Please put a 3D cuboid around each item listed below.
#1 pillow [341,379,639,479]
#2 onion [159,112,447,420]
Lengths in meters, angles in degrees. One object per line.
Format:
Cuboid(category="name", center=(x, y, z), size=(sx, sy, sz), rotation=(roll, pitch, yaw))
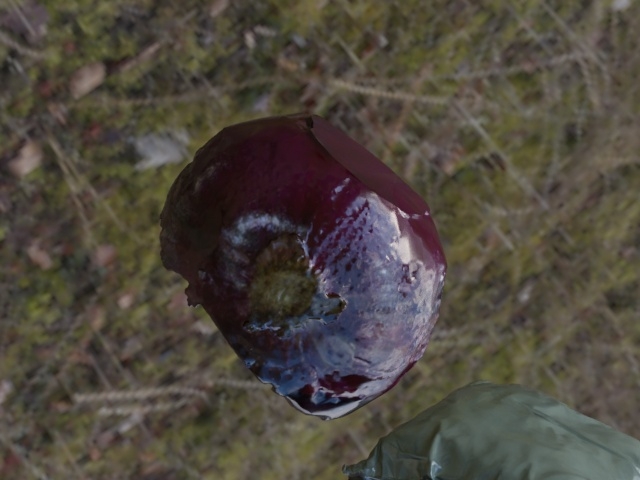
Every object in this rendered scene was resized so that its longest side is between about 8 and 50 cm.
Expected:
Cuboid(category="pillow", center=(0.208, 0.244, 1.441), size=(0.310, 0.283, 0.138), rotation=(-15, 115, -53))
Cuboid(category="onion", center=(0.000, 0.000, 0.920), size=(0.140, 0.195, 0.218), rotation=(-46, -176, 17))
